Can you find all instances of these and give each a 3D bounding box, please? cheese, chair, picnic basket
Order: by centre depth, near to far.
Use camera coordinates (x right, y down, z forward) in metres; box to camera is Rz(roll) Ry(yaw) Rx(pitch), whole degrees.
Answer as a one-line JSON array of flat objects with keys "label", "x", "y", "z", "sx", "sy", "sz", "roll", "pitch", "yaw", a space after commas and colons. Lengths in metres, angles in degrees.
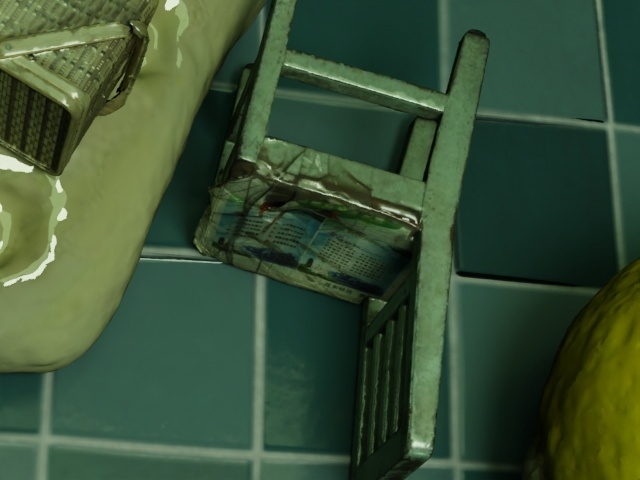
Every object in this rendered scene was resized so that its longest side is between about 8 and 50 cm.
[{"label": "picnic basket", "x": -0.172, "y": -0.115, "z": 0.790, "sx": 0.164, "sy": 0.115, "sz": 0.079, "roll": 32, "pitch": 68, "yaw": -4}, {"label": "chair", "x": 0.000, "y": 0.000, "z": 0.919, "sx": 0.147, "sy": 0.136, "sz": 0.270, "roll": 15, "pitch": 67, "yaw": -8}, {"label": "cheese", "x": -0.143, "y": -0.095, "z": 0.926, "sx": 0.351, "sy": 0.129, "sz": 0.328, "roll": -12, "pitch": 78, "yaw": -19}]

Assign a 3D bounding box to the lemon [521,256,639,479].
[{"label": "lemon", "x": 0.265, "y": 0.117, "z": 0.872, "sx": 0.293, "sy": 0.293, "sz": 0.293, "roll": 5, "pitch": 67, "yaw": -13}]
